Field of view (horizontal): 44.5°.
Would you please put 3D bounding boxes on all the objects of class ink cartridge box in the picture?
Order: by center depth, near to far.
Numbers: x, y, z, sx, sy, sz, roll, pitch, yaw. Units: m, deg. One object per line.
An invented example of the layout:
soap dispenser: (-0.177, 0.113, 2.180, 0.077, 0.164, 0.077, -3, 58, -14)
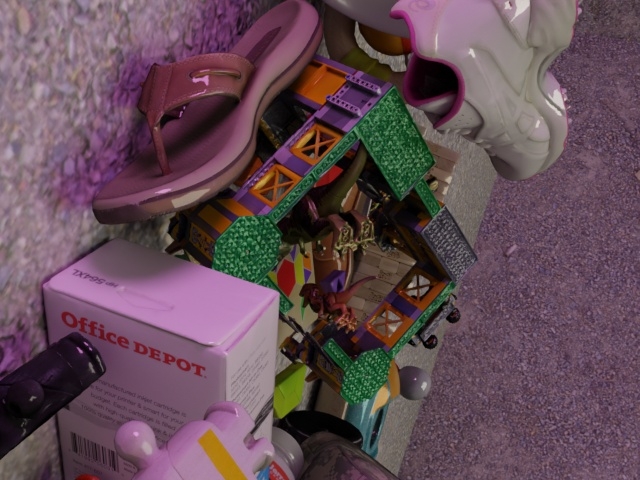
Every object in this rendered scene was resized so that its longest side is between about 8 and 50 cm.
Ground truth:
ink cartridge box: (-0.115, 0.117, 0.584, 0.086, 0.148, 0.203, -45, 147, -54)

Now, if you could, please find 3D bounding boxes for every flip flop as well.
flip flop: (-0.085, -0.112, 0.581, 0.080, 0.112, 0.277, 58, 47, -33)

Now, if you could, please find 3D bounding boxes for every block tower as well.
block tower: (0.107, -0.004, 1.181, 0.091, 0.097, 0.335, -174, -76, -79)

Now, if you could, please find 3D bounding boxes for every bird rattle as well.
bird rattle: (0.095, -0.208, 0.832, 0.143, 0.253, 0.207, -33, 112, -65)

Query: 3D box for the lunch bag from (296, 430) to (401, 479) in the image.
lunch bag: (0.012, 0.411, 0.932, 0.305, 0.212, 0.256, -52, -175, -10)

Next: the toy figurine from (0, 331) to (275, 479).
toy figurine: (-0.139, 0.185, 0.472, 0.148, 0.209, 0.213, -42, 144, -50)

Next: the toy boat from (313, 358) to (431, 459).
toy boat: (0.096, 0.266, 1.370, 0.318, 0.148, 0.267, -14, 118, -70)

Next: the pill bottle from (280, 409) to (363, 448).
pill bottle: (-0.019, 0.372, 1.146, 0.123, 0.123, 0.219, -7, 111, -71)

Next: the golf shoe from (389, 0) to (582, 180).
golf shoe: (0.135, -0.134, 0.667, 0.140, 0.115, 0.306, -29, 149, 0)

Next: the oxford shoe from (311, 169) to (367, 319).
oxford shoe: (0.000, 0.000, 1.005, 0.076, 0.076, 0.212, 0, 103, -47)

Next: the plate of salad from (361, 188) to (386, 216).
plate of salad: (0.077, -0.097, 1.087, 0.200, 0.048, 0.199, -170, -90, -87)

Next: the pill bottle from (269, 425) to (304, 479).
pill bottle: (-0.092, 0.296, 0.879, 0.193, 0.108, 0.108, -46, 147, -58)

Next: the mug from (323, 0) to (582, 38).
mug: (0.168, -0.374, 0.707, 0.276, 0.374, 0.328, -22, -128, 62)

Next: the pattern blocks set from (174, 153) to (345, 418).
pattern blocks set: (-0.053, 0.048, 0.827, 0.325, 0.026, 0.285, -15, 106, -62)

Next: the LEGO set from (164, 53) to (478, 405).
LEGO set: (-0.012, -0.021, 0.735, 0.255, 0.192, 0.331, -53, 135, -3)
